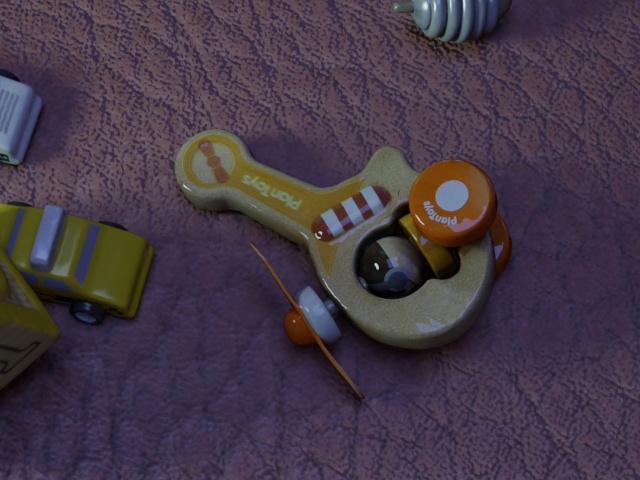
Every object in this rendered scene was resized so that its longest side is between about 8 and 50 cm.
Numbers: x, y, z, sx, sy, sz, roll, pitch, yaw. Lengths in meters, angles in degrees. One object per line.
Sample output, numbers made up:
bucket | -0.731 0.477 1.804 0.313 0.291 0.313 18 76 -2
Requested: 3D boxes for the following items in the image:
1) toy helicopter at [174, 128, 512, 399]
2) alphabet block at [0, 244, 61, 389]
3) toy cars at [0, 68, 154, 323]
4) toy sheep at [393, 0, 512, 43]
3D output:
toy helicopter | 0.000 0.000 1.817 0.355 0.140 0.235 26 77 21
alphabet block | -0.392 0.068 1.688 0.197 0.193 0.192 -40 73 7
toy cars | -0.324 -0.068 1.838 0.176 0.087 0.393 -33 71 -15
toy sheep | 0.139 -0.249 1.934 0.132 0.091 0.091 -9 66 -11
